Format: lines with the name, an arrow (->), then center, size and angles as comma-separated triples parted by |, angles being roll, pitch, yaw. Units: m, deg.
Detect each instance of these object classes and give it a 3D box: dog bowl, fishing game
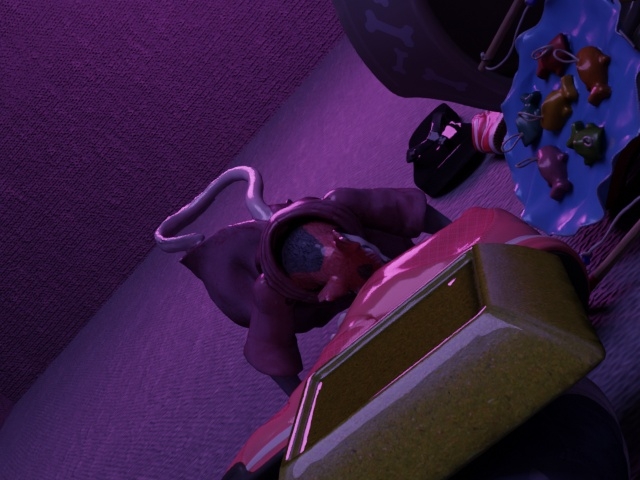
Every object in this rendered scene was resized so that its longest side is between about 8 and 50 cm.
dog bowl -> 0.176, -0.286, 1.066 | 0.349, 0.349, 0.102 | -54, 24, -16
fishing game -> 0.172, -0.094, 0.809 | 0.189, 0.041, 0.264 | 118, 148, -52

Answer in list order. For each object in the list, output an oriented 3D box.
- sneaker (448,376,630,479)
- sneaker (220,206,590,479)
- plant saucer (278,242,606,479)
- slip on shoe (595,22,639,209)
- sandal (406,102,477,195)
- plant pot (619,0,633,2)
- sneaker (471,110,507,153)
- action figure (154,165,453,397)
sneaker -> 0.045, 0.199, 0.618 | 0.323, 0.130, 0.236 | -49, 1, 31
sneaker -> 0.050, 0.097, 0.816 | 0.314, 0.116, 0.136 | -41, 32, 6
plant saucer -> 0.049, 0.072, 0.586 | 0.188, 0.045, 0.188 | -40, 6, 12
slip on shoe -> 0.288, -0.154, 0.810 | 0.331, 0.101, 0.123 | -60, -6, 16
sandal -> 0.134, -0.118, 1.334 | 0.097, 0.054, 0.254 | -48, 13, 9
plant pot -> 0.211, -0.351, 0.846 | 0.239, 0.254, 0.254 | -54, 12, 5
sneaker -> 0.205, -0.142, 1.189 | 0.118, 0.042, 0.067 | -55, 17, -12
action figure -> 0.000, 0.000, 1.021 | 0.248, 0.276, 0.370 | -45, -2, -5
